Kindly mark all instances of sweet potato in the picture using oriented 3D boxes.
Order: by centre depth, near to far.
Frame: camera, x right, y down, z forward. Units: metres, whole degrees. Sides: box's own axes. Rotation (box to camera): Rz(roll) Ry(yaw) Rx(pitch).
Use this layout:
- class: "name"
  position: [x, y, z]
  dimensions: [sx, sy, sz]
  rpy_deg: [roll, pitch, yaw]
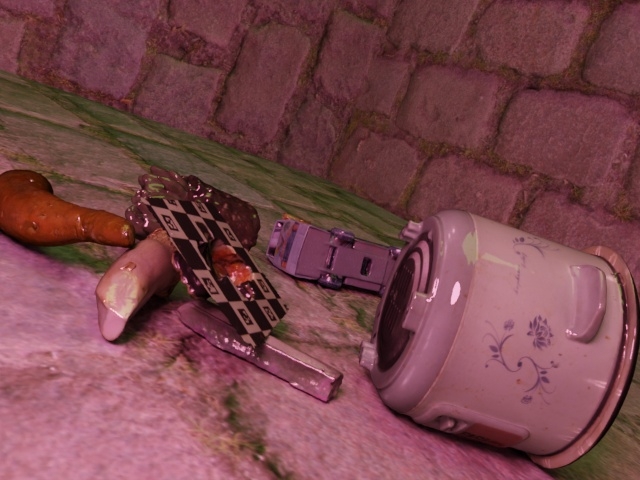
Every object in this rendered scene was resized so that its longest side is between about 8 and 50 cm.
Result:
- class: "sweet potato"
  position: [-0.343, -0.042, 0.783]
  dimensions: [0.108, 0.079, 0.346]
  rpy_deg: [-13, 22, -39]

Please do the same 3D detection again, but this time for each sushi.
- class: "sushi"
  position: [-0.123, 0.038, 0.734]
  dimensions: [0.192, 0.040, 0.210]
  rpy_deg: [54, 10, 2]

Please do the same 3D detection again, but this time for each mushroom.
- class: "mushroom"
  position: [-0.200, 0.047, 0.701]
  dimensions: [0.071, 0.084, 0.209]
  rpy_deg: [34, 14, -5]

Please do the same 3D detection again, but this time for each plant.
- class: "plant"
  position: [-0.196, -0.028, 0.954]
  dimensions: [0.195, 0.129, 0.132]
  rpy_deg: [22, 7, -26]

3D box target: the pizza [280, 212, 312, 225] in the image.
- class: "pizza"
  position: [0.001, 0.000, 1.453]
  dimensions: [0.271, 0.056, 0.134]
  rpy_deg: [30, 4, 42]

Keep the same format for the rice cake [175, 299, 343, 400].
- class: "rice cake"
  position: [-0.070, 0.118, 0.714]
  dimensions: [0.207, 0.036, 0.047]
  rpy_deg: [25, 0, 14]

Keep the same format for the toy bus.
- class: "toy bus"
  position: [0.057, 0.039, 1.247]
  dimensions: [0.330, 0.109, 0.136]
  rpy_deg: [15, 1, -40]

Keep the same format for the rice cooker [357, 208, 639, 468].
- class: "rice cooker"
  position: [0.216, 0.111, 0.744]
  dimensions: [0.317, 0.264, 0.316]
  rpy_deg: [10, -32, 7]
